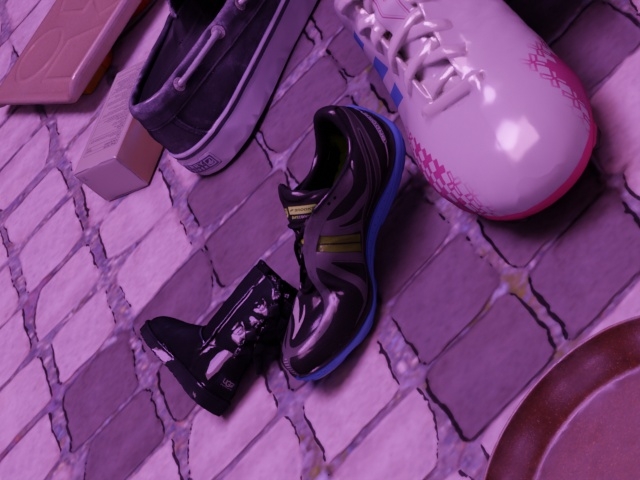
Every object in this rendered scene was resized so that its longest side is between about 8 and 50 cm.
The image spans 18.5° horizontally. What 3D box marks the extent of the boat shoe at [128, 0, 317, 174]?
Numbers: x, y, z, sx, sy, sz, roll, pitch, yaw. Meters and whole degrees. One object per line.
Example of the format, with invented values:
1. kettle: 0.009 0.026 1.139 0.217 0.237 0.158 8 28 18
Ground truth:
1. boat shoe: -0.075 -0.198 1.585 0.108 0.102 0.301 -13 46 48

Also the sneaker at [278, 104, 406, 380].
1. sneaker: 0.000 0.000 1.263 0.067 0.078 0.188 -7 65 50

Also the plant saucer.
1. plant saucer: 0.152 0.113 0.986 0.168 0.029 0.168 -34 34 27

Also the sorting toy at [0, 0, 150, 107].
1. sorting toy: -0.221 -0.205 1.873 0.208 0.038 0.193 0 56 60

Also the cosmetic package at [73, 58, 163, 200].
1. cosmetic package: -0.158 -0.094 1.644 0.060 0.041 0.115 -17 43 44

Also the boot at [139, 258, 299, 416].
1. boot: -0.065 0.056 1.338 0.099 0.045 0.121 -52 36 3

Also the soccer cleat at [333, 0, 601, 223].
1. soccer cleat: 0.068 -0.127 1.261 0.116 0.143 0.331 -44 30 12
